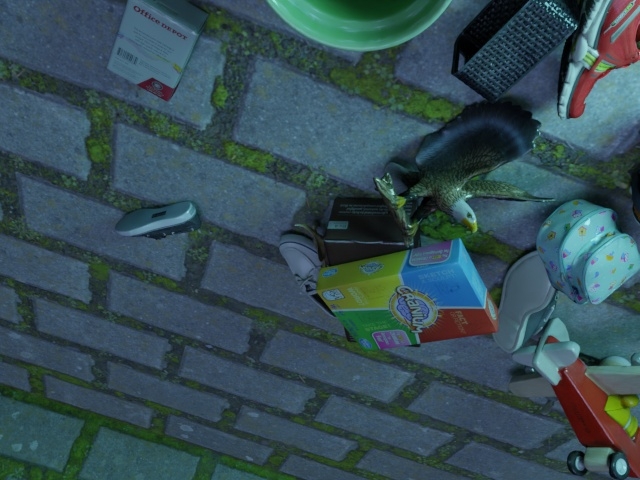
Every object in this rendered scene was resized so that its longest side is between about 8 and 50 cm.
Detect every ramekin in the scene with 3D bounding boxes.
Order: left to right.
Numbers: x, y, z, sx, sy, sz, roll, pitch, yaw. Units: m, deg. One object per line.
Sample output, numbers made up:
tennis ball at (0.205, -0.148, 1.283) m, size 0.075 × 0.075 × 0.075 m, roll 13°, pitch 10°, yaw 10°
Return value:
ramekin at (0.055, -0.436, 0.862) m, size 0.303 × 0.148 × 0.303 m, roll 8°, pitch 139°, yaw 7°

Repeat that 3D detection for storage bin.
storage bin at (0.292, -0.316, 0.946) m, size 0.084 × 0.122 × 0.180 m, roll 31°, pitch 137°, yaw -17°

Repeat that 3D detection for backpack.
backpack at (0.523, 0.019, 1.220) m, size 0.165 × 0.144 × 0.188 m, roll -37°, pitch 115°, yaw -2°

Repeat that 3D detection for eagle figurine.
eagle figurine at (0.268, -0.107, 1.177) m, size 0.298 × 0.225 × 0.226 m, roll -29°, pitch 173°, yaw 4°

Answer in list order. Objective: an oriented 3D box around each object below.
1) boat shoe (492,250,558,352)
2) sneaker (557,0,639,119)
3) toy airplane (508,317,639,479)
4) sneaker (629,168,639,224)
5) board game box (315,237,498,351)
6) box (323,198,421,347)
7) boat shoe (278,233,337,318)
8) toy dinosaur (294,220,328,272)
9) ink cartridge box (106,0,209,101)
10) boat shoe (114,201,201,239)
boat shoe at (0.490, 0.131, 1.437) m, size 0.099 × 0.116 × 0.320 m, roll -20°, pitch 139°, yaw -27°
sneaker at (0.430, -0.276, 0.931) m, size 0.118 × 0.107 × 0.279 m, roll 11°, pitch 153°, yaw 11°
toy airplane at (0.663, 0.354, 1.526) m, size 0.386 × 0.272 × 0.385 m, roll 34°, pitch 140°, yaw 37°
sneaker at (0.617, -0.093, 1.099) m, size 0.127 × 0.126 × 0.321 m, roll -12°, pitch 132°, yaw 25°
board game box at (0.185, 0.126, 1.315) m, size 0.316 × 0.064 × 0.242 m, roll -14°, pitch 132°, yaw 28°
box at (0.136, 0.083, 1.433) m, size 0.191 × 0.143 × 0.382 m, roll 3°, pitch 140°, yaw 14°
boat shoe at (-0.017, 0.094, 1.526) m, size 0.096 × 0.088 × 0.268 m, roll -12°, pitch 133°, yaw 29°
toy dinosaur at (0.000, 0.000, 1.412) m, size 0.053 × 0.093 × 0.183 m, roll -4°, pitch 136°, yaw 20°
ink cartridge box at (-0.292, -0.356, 1.113) m, size 0.127 × 0.072 × 0.175 m, roll 28°, pitch 138°, yaw -14°
boat shoe at (-0.390, -0.036, 1.508) m, size 0.228 × 0.080 × 0.076 m, roll -13°, pitch 131°, yaw 18°
